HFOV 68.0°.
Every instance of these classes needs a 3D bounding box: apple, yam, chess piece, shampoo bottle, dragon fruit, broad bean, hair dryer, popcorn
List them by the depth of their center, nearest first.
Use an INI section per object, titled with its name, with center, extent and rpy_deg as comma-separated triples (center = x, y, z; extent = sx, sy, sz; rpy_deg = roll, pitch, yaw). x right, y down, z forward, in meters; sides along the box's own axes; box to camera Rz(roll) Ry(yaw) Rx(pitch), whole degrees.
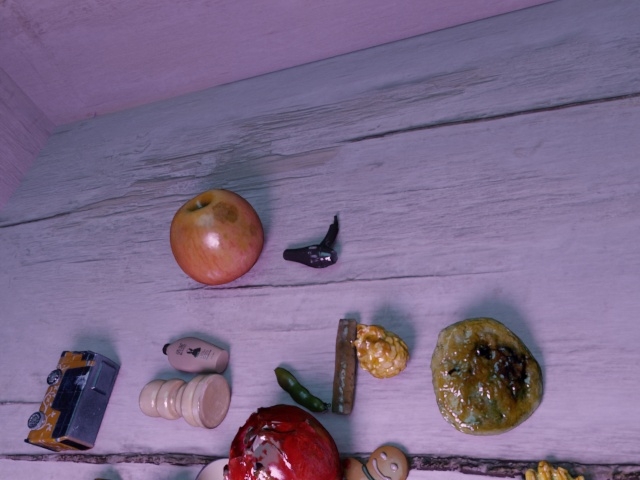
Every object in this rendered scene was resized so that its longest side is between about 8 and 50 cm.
[dragon fruit]
center = -0.094, 0.583, 1.238
extent = 0.296, 0.302, 0.295
rpy_deg = -40, 22, 19
[popcorn]
center = 0.177, 0.327, 1.424
extent = 0.170, 0.179, 0.179
rpy_deg = 0, 45, -20
[broad bean]
center = -0.067, 0.472, 1.479
extent = 0.255, 0.047, 0.065
rpy_deg = 25, 104, 40
[yam]
center = 0.076, 0.386, 1.480
extent = 0.071, 0.067, 0.317
rpy_deg = 1, 54, 8
[chess piece]
center = -0.463, 0.516, 1.550
extent = 0.300, 0.167, 0.166
rpy_deg = -5, 52, 24
[shampoo bottle]
center = -0.451, 0.405, 1.677
extent = 0.257, 0.078, 0.127
rpy_deg = 3, 55, 26
[apple]
center = -0.404, -0.019, 1.834
extent = 0.365, 0.363, 0.363
rpy_deg = -12, 50, 14
[hair dryer]
center = 0.000, 0.000, 1.838
extent = 0.236, 0.091, 0.271
rpy_deg = 2, 41, 37

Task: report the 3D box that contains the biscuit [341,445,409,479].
[biscuit]
center = 0.112, 0.668, 1.253
extent = 0.302, 0.049, 0.197
rpy_deg = -41, 51, -13

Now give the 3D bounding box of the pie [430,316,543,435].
[pie]
center = 0.451, 0.363, 1.284
extent = 0.324, 0.070, 0.322
rpy_deg = -1, 68, 2

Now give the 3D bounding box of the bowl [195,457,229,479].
[bowl]
center = -0.252, 0.724, 1.265
extent = 0.126, 0.238, 0.237
rpy_deg = -59, 44, 23

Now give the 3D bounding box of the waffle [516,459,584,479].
[waffle]
center = 0.542, 0.624, 1.099
extent = 0.161, 0.055, 0.210
rpy_deg = -10, 51, 14

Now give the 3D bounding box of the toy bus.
[toy bus]
center = -0.862, 0.560, 1.672
extent = 0.195, 0.161, 0.323
rpy_deg = -7, 53, 17

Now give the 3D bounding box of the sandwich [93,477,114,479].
[sandwich]
center = -0.635, 0.837, 1.378
extent = 0.122, 0.128, 0.235
rpy_deg = -40, 48, 0
